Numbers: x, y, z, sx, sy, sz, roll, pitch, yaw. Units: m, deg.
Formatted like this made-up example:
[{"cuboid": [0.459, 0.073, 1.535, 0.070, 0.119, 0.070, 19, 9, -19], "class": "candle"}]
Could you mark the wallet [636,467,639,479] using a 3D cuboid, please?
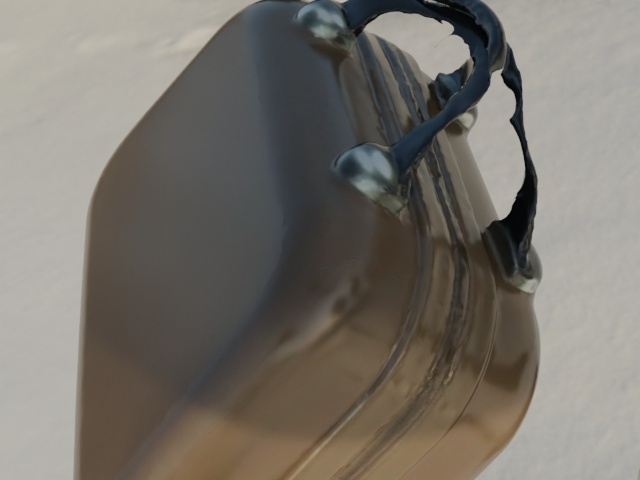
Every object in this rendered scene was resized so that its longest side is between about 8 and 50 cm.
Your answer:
[{"cuboid": [0.179, 0.152, 0.600, 0.039, 0.110, 0.155, 1, 50, 17], "class": "wallet"}]

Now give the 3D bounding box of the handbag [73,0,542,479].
[{"cuboid": [0.000, 0.000, 0.586, 0.283, 0.149, 0.302, -49, 29, 25], "class": "handbag"}]
